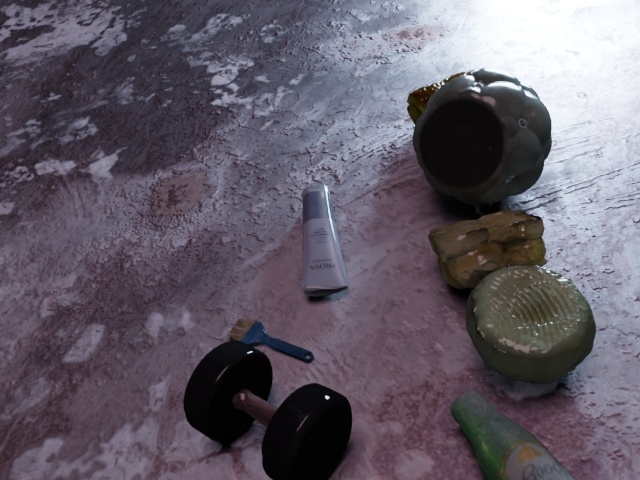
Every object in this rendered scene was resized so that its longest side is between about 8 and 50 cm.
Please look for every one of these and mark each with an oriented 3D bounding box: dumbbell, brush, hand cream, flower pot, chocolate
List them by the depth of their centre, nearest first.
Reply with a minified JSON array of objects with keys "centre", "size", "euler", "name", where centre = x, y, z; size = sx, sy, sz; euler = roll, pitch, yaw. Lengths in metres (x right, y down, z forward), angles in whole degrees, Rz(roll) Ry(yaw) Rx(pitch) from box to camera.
[{"centre":[0.275,0.315,1.170],"size":[0.110,0.110,0.291],"euler":[-27,43,-11],"name":"chocolate"},{"centre":[-0.078,0.255,1.289],"size":[0.218,0.152,0.152],"euler":[24,57,33],"name":"dumbbell"},{"centre":[-0.081,0.172,1.470],"size":[0.164,0.014,0.051],"euler":[18,55,29],"name":"brush"},{"centre":[0.290,-0.183,1.554],"size":[0.246,0.246,0.195],"euler":[18,22,30],"name":"flower pot"},{"centre":[0.000,0.000,1.590],"size":[0.079,0.048,0.255],"euler":[-10,45,5],"name":"hand cream"}]

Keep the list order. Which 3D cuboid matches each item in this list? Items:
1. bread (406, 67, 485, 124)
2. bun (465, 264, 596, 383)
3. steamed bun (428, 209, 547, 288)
[{"centre":[0.270,-0.271,1.738],"size":[0.172,0.103,0.132],"euler":[-20,51,-9],"name":"bread"},{"centre":[0.312,0.132,1.322],"size":[0.196,0.118,0.195],"euler":[-4,50,5],"name":"bun"},{"centre":[0.269,0.019,1.442],"size":[0.178,0.106,0.192],"euler":[-13,9,-12],"name":"steamed bun"}]
